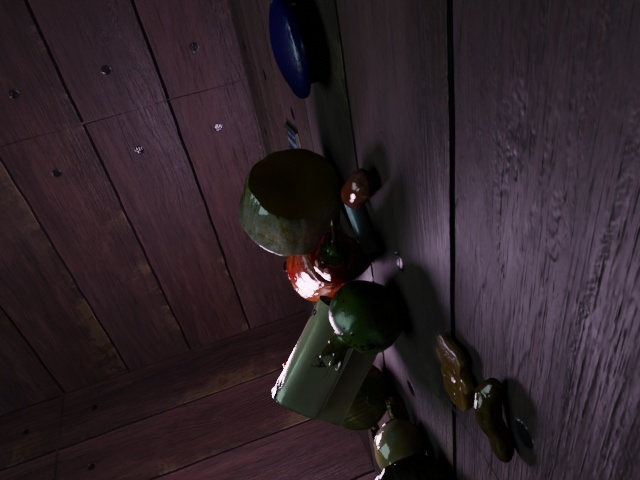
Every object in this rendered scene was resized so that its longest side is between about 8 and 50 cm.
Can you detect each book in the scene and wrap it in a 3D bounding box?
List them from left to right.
[{"bbox_3d":[-0.092,-0.326,2.234,0.228,0.018,0.322,-125,19,-62],"label":"book"}]

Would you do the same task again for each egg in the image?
[{"bbox_3d":[0.243,0.642,1.620,0.164,0.164,0.201,-121,27,-56],"label":"egg"}]

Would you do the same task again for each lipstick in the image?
[{"bbox_3d":[0.112,-0.039,1.426,0.048,0.048,0.158,109,141,-76],"label":"lipstick"}]

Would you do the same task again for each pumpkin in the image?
[{"bbox_3d":[-0.081,-0.140,1.630,0.199,0.332,0.332,110,143,-55],"label":"pumpkin"},{"bbox_3d":[0.250,0.696,1.465,0.159,0.238,0.238,-109,7,-46],"label":"pumpkin"}]

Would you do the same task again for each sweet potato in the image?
[{"bbox_3d":[0.303,0.315,0.929,0.053,0.054,0.182,-105,-3,-71],"label":"sweet potato"}]

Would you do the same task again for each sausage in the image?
[{"bbox_3d":[0.092,-0.125,1.297,0.194,0.077,0.077,127,124,-82],"label":"sausage"}]

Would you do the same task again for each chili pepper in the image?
[{"bbox_3d":[0.008,0.085,1.914,0.305,0.229,0.251,128,127,-68],"label":"chili pepper"},{"bbox_3d":[0.040,0.046,1.379,0.134,0.131,0.338,60,-172,10],"label":"chili pepper"}]

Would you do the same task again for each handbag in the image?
[{"bbox_3d":[0.026,0.378,1.672,0.358,0.236,0.160,-64,15,7],"label":"handbag"}]

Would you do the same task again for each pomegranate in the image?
[{"bbox_3d":[0.100,0.222,1.402,0.211,0.263,0.211,46,178,2],"label":"pomegranate"}]

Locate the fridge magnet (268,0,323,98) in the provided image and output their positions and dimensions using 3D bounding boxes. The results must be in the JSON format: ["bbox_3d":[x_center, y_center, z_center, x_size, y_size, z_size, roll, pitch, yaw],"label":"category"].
[{"bbox_3d":[-0.067,-0.506,1.378,0.265,0.112,0.265,163,90,-82],"label":"fridge magnet"}]

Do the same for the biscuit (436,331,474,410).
[{"bbox_3d":[0.279,0.275,1.080,0.133,0.027,0.184,-135,27,-70],"label":"biscuit"}]

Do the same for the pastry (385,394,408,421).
[{"bbox_3d":[0.253,0.573,1.770,0.097,0.057,0.109,-118,14,-57],"label":"pastry"}]

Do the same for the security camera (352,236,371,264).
[{"bbox_3d":[0.116,0.039,1.554,0.092,0.058,0.058,63,169,18],"label":"security camera"}]

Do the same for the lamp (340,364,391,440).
[{"bbox_3d":[0.140,0.574,1.877,0.284,0.250,0.250,61,170,10],"label":"lamp"}]

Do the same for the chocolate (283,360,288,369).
[{"bbox_3d":[0.021,0.557,2.313,0.161,0.341,0.360,58,166,21],"label":"chocolate"}]
